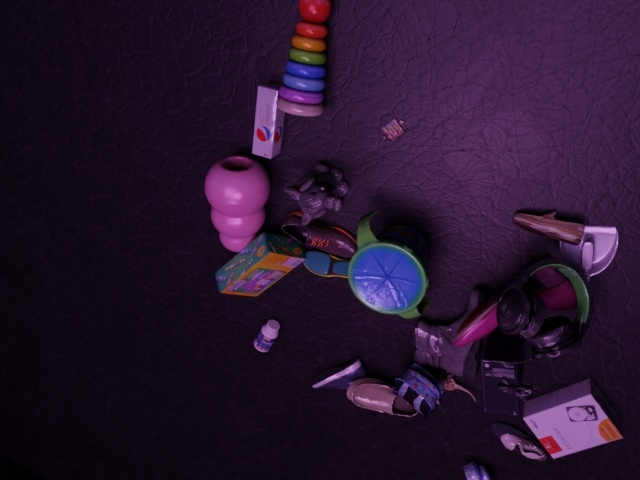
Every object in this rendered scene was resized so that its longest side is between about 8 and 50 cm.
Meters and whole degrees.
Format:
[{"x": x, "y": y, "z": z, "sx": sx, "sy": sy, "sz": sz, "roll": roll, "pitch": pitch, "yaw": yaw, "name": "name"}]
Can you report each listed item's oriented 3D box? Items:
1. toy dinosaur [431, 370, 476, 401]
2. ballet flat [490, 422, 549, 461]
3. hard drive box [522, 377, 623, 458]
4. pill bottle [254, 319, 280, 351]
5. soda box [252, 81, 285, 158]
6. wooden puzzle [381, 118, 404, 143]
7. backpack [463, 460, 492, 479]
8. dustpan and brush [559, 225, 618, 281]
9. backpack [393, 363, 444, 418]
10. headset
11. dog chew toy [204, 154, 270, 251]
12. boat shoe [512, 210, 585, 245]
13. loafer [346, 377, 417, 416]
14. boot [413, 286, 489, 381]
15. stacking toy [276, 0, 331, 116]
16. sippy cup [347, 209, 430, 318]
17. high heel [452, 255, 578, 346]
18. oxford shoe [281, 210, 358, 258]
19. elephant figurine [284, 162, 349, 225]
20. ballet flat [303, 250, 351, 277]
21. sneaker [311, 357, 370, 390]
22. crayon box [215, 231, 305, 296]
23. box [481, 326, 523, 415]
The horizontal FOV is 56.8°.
[{"x": 0.438, "y": 0.481, "z": 1.998, "sx": 0.183, "sy": 0.053, "sz": 0.092, "roll": 7, "pitch": 132, "yaw": 28, "name": "toy dinosaur"}, {"x": 0.667, "y": 0.679, "z": 1.979, "sx": 0.203, "sy": 0.074, "sz": 0.074, "roll": 25, "pitch": 122, "yaw": 10, "name": "ballet flat"}, {"x": 0.790, "y": 0.561, "z": 1.858, "sx": 0.232, "sy": 0.089, "sz": 0.181, "roll": -35, "pitch": 98, "yaw": 32, "name": "hard drive box"}, {"x": -0.194, "y": 0.349, "z": 2.176, "sx": 0.067, "sy": 0.067, "sz": 0.120, "roll": 33, "pitch": 123, "yaw": 5, "name": "pill bottle"}, {"x": -0.155, "y": -0.365, "z": 1.802, "sx": 0.069, "sy": 0.074, "sz": 0.216, "roll": 17, "pitch": 120, "yaw": 16, "name": "soda box"}, {"x": 0.210, "y": -0.319, "z": 1.714, "sx": 0.083, "sy": 0.006, "sz": 0.049, "roll": -32, "pitch": 100, "yaw": 32, "name": "wooden puzzle"}, {"x": 0.557, "y": 0.839, "z": 2.088, "sx": 0.084, "sy": 0.105, "sz": 0.114, "roll": -30, "pitch": 101, "yaw": 9, "name": "backpack"}, {"x": 0.743, "y": 0.067, "z": 1.649, "sx": 0.147, "sy": 0.060, "sz": 0.211, "roll": 2, "pitch": 115, "yaw": 22, "name": "dustpan and brush"}, {"x": 0.320, "y": 0.478, "z": 1.919, "sx": 0.158, "sy": 0.117, "sz": 0.173, "roll": 38, "pitch": 163, "yaw": 23, "name": "backpack"}, {"x": 0.580, "y": 0.228, "z": 1.546, "sx": 0.243, "sy": 0.185, "sz": 0.394, "roll": 37, "pitch": 79, "yaw": -11, "name": "headset"}, {"x": -0.265, "y": -0.104, "z": 1.915, "sx": 0.206, "sy": 0.206, "sz": 0.332, "roll": 15, "pitch": 128, "yaw": 15, "name": "dog chew toy"}, {"x": 0.634, "y": -0.048, "z": 1.645, "sx": 0.190, "sy": 0.068, "sz": 0.072, "roll": 21, "pitch": 87, "yaw": 21, "name": "boat shoe"}, {"x": 0.225, "y": 0.542, "z": 2.036, "sx": 0.268, "sy": 0.092, "sz": 0.102, "roll": 11, "pitch": 93, "yaw": -8, "name": "loafer"}, {"x": 0.404, "y": 0.285, "z": 1.875, "sx": 0.222, "sy": 0.118, "sz": 0.338, "roll": 14, "pitch": 114, "yaw": 23, "name": "boot"}, {"x": -0.035, "y": -0.522, "z": 1.647, "sx": 0.141, "sy": 0.141, "sz": 0.330, "roll": 17, "pitch": 116, "yaw": 14, "name": "stacking toy"}, {"x": 0.223, "y": 0.065, "z": 1.769, "sx": 0.240, "sy": 0.224, "sz": 0.305, "roll": 11, "pitch": 119, "yaw": 16, "name": "sippy cup"}, {"x": 0.564, "y": 0.224, "z": 1.683, "sx": 0.377, "sy": 0.127, "sz": 0.181, "roll": -38, "pitch": 89, "yaw": 2, "name": "high heel"}, {"x": 0.000, "y": 0.000, "z": 1.904, "sx": 0.271, "sy": 0.098, "sz": 0.097, "roll": 23, "pitch": 121, "yaw": 11, "name": "oxford shoe"}, {"x": -0.024, "y": -0.129, "z": 1.766, "sx": 0.169, "sy": 0.239, "sz": 0.186, "roll": 31, "pitch": 123, "yaw": 5, "name": "elephant figurine"}, {"x": 0.048, "y": 0.089, "z": 1.938, "sx": 0.231, "sy": 0.077, "sz": 0.077, "roll": 11, "pitch": 81, "yaw": 35, "name": "ballet flat"}, {"x": 0.087, "y": 0.535, "z": 2.140, "sx": 0.226, "sy": 0.086, "sz": 0.163, "roll": -28, "pitch": 99, "yaw": 30, "name": "sneaker"}, {"x": -0.204, "y": 0.087, "z": 1.986, "sx": 0.278, "sy": 0.165, "sz": 0.081, "roll": -37, "pitch": 58, "yaw": 32, "name": "crayon box"}, {"x": 0.546, "y": 0.358, "z": 1.757, "sx": 0.103, "sy": 0.261, "sz": 0.184, "roll": 2, "pitch": 116, "yaw": 21, "name": "box"}]
